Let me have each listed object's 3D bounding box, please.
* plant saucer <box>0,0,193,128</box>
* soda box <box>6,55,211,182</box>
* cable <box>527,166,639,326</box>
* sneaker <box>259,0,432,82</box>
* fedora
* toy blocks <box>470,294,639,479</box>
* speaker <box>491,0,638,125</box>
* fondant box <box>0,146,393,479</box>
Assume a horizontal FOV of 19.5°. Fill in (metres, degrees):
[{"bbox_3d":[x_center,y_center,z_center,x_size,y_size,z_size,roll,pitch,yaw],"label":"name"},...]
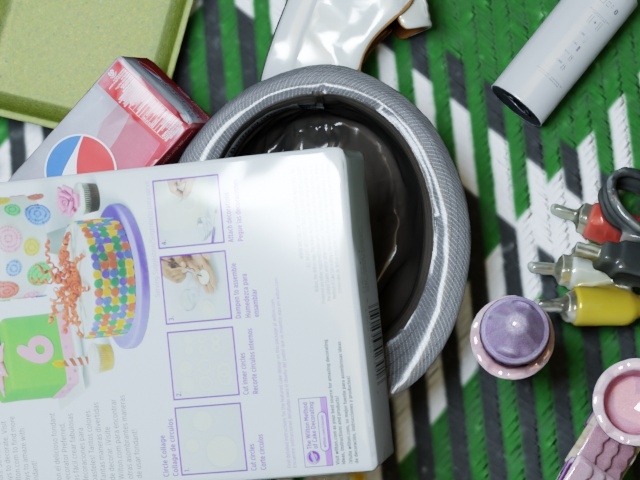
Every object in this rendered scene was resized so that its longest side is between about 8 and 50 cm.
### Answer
[{"bbox_3d":[-0.207,-0.182,1.601,0.188,0.045,0.188,14,81,6],"label":"plant saucer"},{"bbox_3d":[-0.208,-0.028,1.521,0.083,0.092,0.263,44,100,4],"label":"soda box"},{"bbox_3d":[0.318,0.033,1.540,0.287,0.072,0.139,17,64,-6],"label":"cable"},{"bbox_3d":[0.051,-0.242,1.572,0.123,0.106,0.290,19,93,3],"label":"sneaker"},{"bbox_3d":[0.000,0.000,1.514,0.243,0.124,0.275,-7,87,4],"label":"fedora"},{"bbox_3d":[0.198,0.220,1.396,0.309,0.260,0.289,30,83,8],"label":"toy blocks"},{"bbox_3d":[0.205,-0.163,1.565,0.055,0.055,0.136,38,85,9],"label":"speaker"},{"bbox_3d":[-0.122,0.064,1.412,0.330,0.096,0.238,-5,91,10],"label":"fondant box"}]
